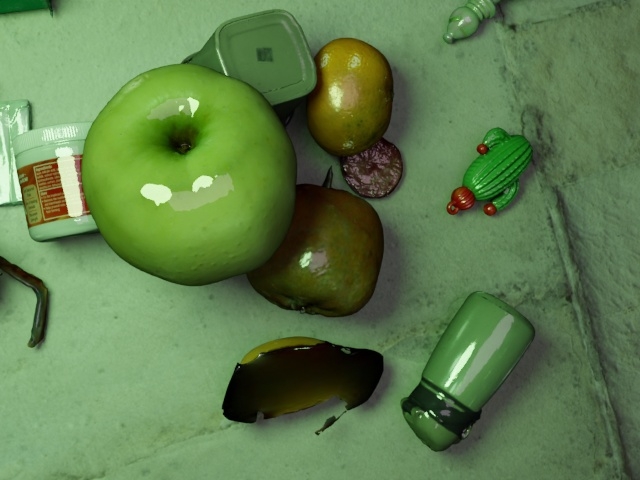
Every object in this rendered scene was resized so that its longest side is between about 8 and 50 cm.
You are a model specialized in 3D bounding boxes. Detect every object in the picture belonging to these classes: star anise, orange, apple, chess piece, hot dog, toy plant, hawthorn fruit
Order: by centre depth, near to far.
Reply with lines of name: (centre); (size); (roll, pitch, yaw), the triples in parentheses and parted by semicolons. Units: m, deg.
apple: (-0.206, -0.095, 0.990); (0.358, 0.357, 0.357); (0, 89, -15)
star anise: (-0.625, 0.062, 1.095); (0.237, 0.148, 0.346); (-26, 113, 26)
hawthorn fruit: (0.000, 0.000, 1.208); (0.268, 0.268, 0.300); (18, 82, -13)
orange: (0.064, -0.290, 1.238); (0.171, 0.240, 0.240); (6, 87, 10)
hot dog: (-0.046, 0.288, 1.265); (0.326, 0.107, 0.194); (12, 95, -23)
chess piece: (0.381, -0.554, 1.391); (0.272, 0.139, 0.139); (-44, 99, -1)
toy plant: (0.395, -0.141, 1.395); (0.155, 0.088, 0.240); (27, 89, -27)

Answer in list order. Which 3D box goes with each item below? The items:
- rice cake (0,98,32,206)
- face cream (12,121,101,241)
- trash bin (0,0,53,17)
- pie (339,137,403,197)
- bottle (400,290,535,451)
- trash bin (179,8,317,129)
rice cake: (-0.635, -0.158, 1.152); (0.190, 0.037, 0.198); (-11, 92, -15)
face cream: (-0.442, -0.103, 1.117); (0.201, 0.201, 0.187); (-11, 92, -15)
trash bin: (-0.678, -0.490, 1.041); (0.381, 0.259, 0.295); (-9, 91, -17)
pie: (0.113, -0.167, 1.347); (0.155, 0.036, 0.154); (0, 88, -14)
bottle: (0.311, 0.291, 1.326); (0.168, 0.168, 0.347); (36, 84, -11)
trash bin: (-0.141, -0.310, 1.176); (0.219, 0.250, 0.219); (-24, 95, -22)
